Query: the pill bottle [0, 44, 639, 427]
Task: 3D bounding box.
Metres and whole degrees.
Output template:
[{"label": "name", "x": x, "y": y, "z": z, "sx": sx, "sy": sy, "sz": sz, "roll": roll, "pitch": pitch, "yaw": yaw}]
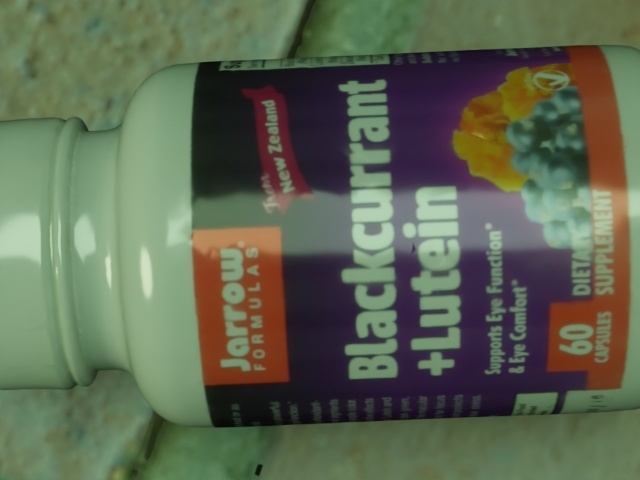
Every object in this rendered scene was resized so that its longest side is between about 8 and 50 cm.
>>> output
[{"label": "pill bottle", "x": 0.000, "y": 0.000, "z": 0.480, "sx": 0.194, "sy": 0.108, "sz": 0.108, "roll": -3, "pitch": 80, "yaw": 1}]
